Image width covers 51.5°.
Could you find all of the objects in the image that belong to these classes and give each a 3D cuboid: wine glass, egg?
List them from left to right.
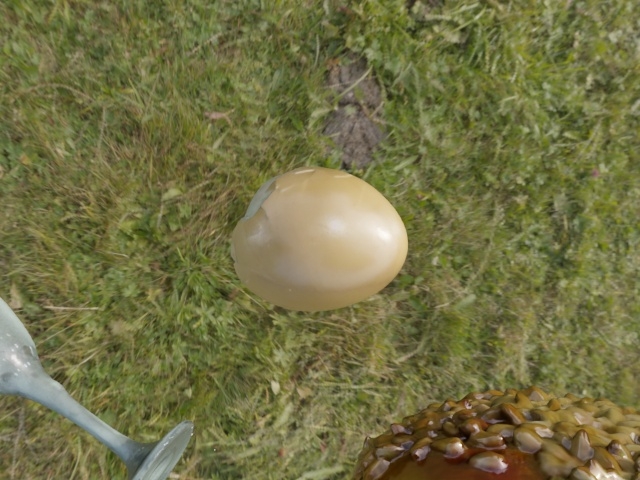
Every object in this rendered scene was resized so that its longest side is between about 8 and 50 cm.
[{"bbox_3d":[-0.269,0.150,0.670,0.309,0.264,0.096,31,70,10],"label":"wine glass"},{"bbox_3d":[0.000,0.000,0.912,0.244,0.201,0.201,7,85,23],"label":"egg"}]

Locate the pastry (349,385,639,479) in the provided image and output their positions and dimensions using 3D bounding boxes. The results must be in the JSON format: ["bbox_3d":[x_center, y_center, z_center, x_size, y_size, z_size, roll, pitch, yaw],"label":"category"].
[{"bbox_3d":[0.196,0.245,0.488,0.409,0.409,0.245,9,90,-11],"label":"pastry"}]
